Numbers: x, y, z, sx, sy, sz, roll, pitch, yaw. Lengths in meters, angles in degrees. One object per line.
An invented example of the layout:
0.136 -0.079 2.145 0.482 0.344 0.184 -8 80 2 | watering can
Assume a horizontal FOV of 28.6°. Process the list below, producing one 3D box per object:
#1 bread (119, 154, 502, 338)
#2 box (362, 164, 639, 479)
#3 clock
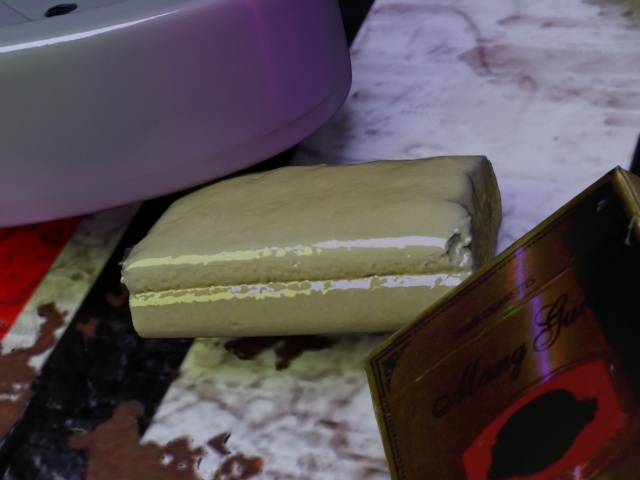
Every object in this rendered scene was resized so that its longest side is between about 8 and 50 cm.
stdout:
0.000 0.000 0.652 0.178 0.060 0.139 -5 25 15 | bread
0.110 0.103 0.478 0.159 0.071 0.240 -41 37 26 | box
-0.144 -0.135 0.771 0.338 0.102 0.338 -7 32 5 | clock
